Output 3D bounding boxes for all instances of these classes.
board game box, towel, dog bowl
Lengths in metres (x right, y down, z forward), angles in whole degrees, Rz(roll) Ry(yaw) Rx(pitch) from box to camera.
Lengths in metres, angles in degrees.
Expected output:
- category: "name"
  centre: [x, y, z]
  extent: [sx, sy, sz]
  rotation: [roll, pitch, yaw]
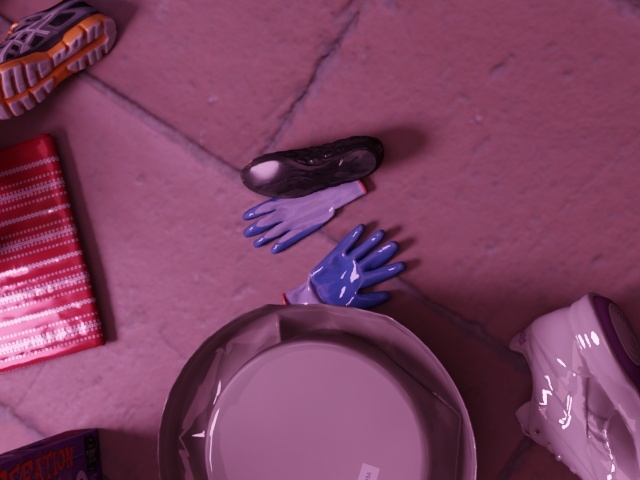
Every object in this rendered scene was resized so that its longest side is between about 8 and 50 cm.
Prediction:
- category: "board game box"
  centre: [-0.319, 0.333, 1.455]
  extent: [0.056, 0.347, 0.208]
  rotation: [-10, 88, 12]
- category: "towel"
  centre: [-0.385, 0.020, 1.634]
  extent: [0.198, 0.031, 0.275]
  rotation: [-16, 87, 13]
- category: "dog bowl"
  centre: [0.002, 0.232, 1.454]
  extent: [0.348, 0.102, 0.349]
  rotation: [0, 91, 12]

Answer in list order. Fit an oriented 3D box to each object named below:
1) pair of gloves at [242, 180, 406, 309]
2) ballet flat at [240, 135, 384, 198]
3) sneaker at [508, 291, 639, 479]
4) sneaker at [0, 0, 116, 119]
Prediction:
- category: "pair of gloves"
  centre: [0.000, 0.000, 1.545]
  extent: [0.159, 0.023, 0.198]
  rotation: [-29, 84, 12]
- category: "ballet flat"
  centre: [-0.009, -0.084, 1.527]
  extent: [0.173, 0.049, 0.057]
  rotation: [-8, 109, 16]
- category: "sneaker"
  centre: [0.305, 0.217, 1.441]
  extent: [0.152, 0.114, 0.305]
  rotation: [-23, 80, 26]
- category: "sneaker"
  centre: [-0.350, -0.220, 1.577]
  extent: [0.215, 0.084, 0.083]
  rotation: [-34, 66, -24]
